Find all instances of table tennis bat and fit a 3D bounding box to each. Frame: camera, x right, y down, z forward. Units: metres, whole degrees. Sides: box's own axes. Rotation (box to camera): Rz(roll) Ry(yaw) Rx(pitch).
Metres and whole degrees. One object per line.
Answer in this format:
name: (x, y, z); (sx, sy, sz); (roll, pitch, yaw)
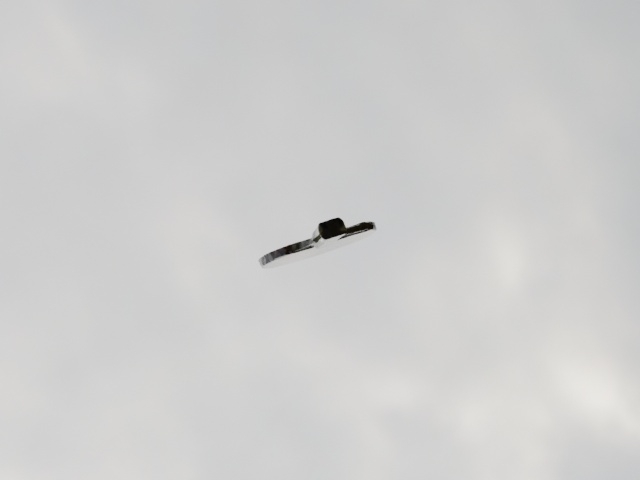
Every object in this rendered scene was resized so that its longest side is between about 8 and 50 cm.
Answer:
table tennis bat: (0.000, 0.000, 0.734); (0.050, 0.083, 0.007); (-17, -95, -7)
